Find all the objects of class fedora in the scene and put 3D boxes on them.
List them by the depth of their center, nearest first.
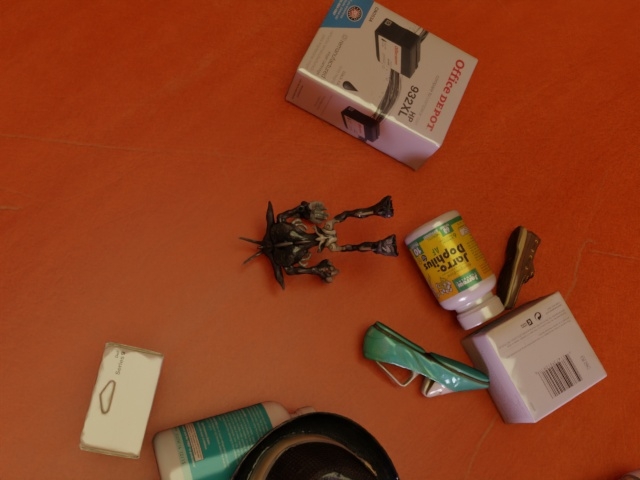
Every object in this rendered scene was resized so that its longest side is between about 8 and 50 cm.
[{"bbox_3d":[0.022,0.426,1.053,0.334,0.152,0.333,2,86,-24],"label":"fedora"}]

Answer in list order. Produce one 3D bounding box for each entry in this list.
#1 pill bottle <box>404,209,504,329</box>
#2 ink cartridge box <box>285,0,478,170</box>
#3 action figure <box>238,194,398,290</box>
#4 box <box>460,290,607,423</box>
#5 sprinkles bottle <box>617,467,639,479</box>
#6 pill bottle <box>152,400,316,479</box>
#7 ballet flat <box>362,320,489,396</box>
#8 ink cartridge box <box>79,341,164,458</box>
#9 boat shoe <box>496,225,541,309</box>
[{"bbox_3d":[0.256,0.058,1.350,0.118,0.117,0.208,-26,83,-19],"label":"pill bottle"},{"bbox_3d":[0.121,-0.317,1.412,0.308,0.129,0.223,28,70,-5],"label":"ink cartridge box"},{"bbox_3d":[0.000,0.000,1.298,0.276,0.141,0.163,-8,85,11],"label":"action figure"},{"bbox_3d":[0.395,0.219,1.339,0.181,0.119,0.181,-26,82,-19],"label":"box"},{"bbox_3d":[0.469,0.518,1.276,0.356,0.121,0.121,-15,79,-16],"label":"sprinkles bottle"},{"bbox_3d":[-0.128,0.348,1.162,0.264,0.146,0.146,-13,79,-16],"label":"pill bottle"},{"bbox_3d":[0.185,0.236,1.315,0.247,0.083,0.087,26,95,-5],"label":"ballet flat"},{"bbox_3d":[-0.307,0.250,1.110,0.093,0.212,0.154,13,72,-10],"label":"ink cartridge box"},{"bbox_3d":[0.394,0.058,1.412,0.060,0.064,0.177,22,69,-5],"label":"boat shoe"}]
